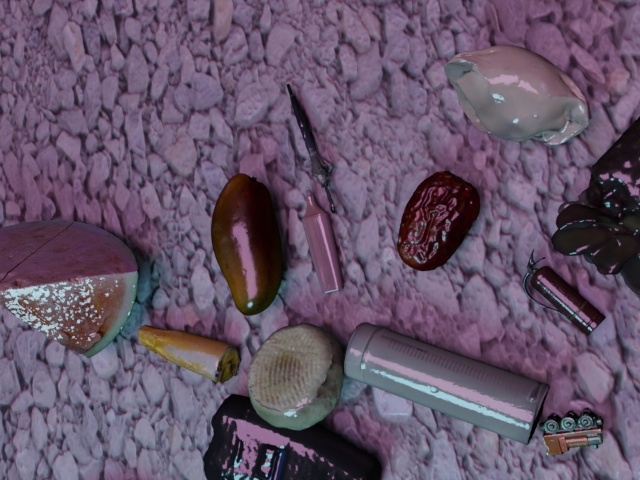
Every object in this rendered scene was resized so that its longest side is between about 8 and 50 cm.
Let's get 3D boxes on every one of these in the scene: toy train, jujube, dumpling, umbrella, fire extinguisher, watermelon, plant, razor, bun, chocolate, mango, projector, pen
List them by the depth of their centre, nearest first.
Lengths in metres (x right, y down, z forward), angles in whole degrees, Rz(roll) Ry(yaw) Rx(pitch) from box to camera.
[{"bbox_3d":[0.485,-0.062,1.194,0.199,0.188,0.276,40,104,19],"label":"plant"},{"bbox_3d":[0.413,0.314,1.300,0.103,0.044,0.064,-15,87,25],"label":"toy train"},{"bbox_3d":[0.317,-0.232,1.303,0.250,0.162,0.132,25,63,11],"label":"dumpling"},{"bbox_3d":[0.390,0.093,1.314,0.157,0.045,0.078,44,127,16],"label":"fire extinguisher"},{"bbox_3d":[0.209,0.238,1.355,0.337,0.108,0.108,17,96,22],"label":"projector"},{"bbox_3d":[0.197,-0.031,1.362,0.176,0.109,0.112,-61,35,14],"label":"jujube"},{"bbox_3d":[-0.036,0.252,1.439,0.195,0.118,0.195,-16,48,18],"label":"bun"},{"bbox_3d":[-0.057,0.417,1.465,0.327,0.107,0.189,19,96,21],"label":"razor"},{"bbox_3d":[0.000,0.000,1.488,0.053,0.032,0.197,-15,86,23],"label":"pen"},{"bbox_3d":[-0.014,-0.178,1.492,0.044,0.044,0.269,-18,82,-9],"label":"umbrella"},{"bbox_3d":[-0.140,0.008,1.504,0.133,0.111,0.267,-8,85,7],"label":"mango"},{"bbox_3d":[-0.268,0.215,1.581,0.219,0.085,0.086,16,96,27],"label":"chocolate"},{"bbox_3d":[-0.543,0.108,1.644,0.292,0.319,0.222,-134,35,-55],"label":"watermelon"}]
